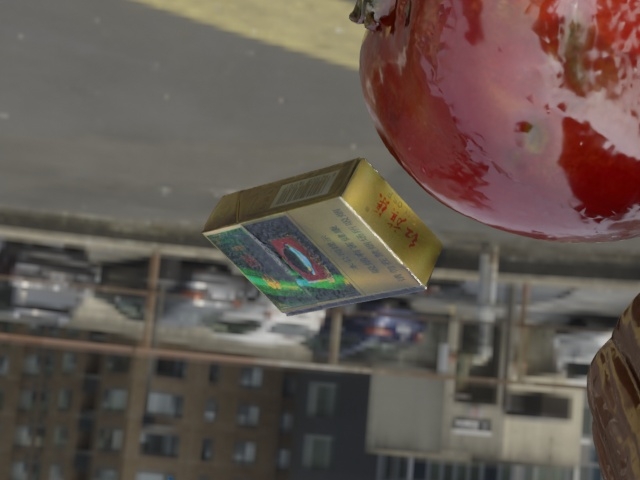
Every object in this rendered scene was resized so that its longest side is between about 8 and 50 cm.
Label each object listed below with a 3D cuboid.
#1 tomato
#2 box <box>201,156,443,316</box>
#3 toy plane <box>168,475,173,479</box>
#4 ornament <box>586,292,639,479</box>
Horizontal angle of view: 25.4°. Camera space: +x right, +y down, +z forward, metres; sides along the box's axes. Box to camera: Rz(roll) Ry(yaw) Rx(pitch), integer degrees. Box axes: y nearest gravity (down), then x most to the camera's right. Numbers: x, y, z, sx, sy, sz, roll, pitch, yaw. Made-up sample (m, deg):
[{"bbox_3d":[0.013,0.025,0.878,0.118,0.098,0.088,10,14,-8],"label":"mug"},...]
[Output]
[{"bbox_3d":[0.174,-0.161,0.938,0.290,0.325,0.293,16,-175,-11],"label":"tomato"},{"bbox_3d":[0.000,0.000,1.599,0.240,0.071,0.159,-14,131,46],"label":"box"},{"bbox_3d":[-0.076,0.183,0.865,0.078,0.084,0.024,-17,-157,27],"label":"toy plane"},{"bbox_3d":[0.251,0.124,0.769,0.221,0.235,0.217,-30,-158,14],"label":"ornament"}]
